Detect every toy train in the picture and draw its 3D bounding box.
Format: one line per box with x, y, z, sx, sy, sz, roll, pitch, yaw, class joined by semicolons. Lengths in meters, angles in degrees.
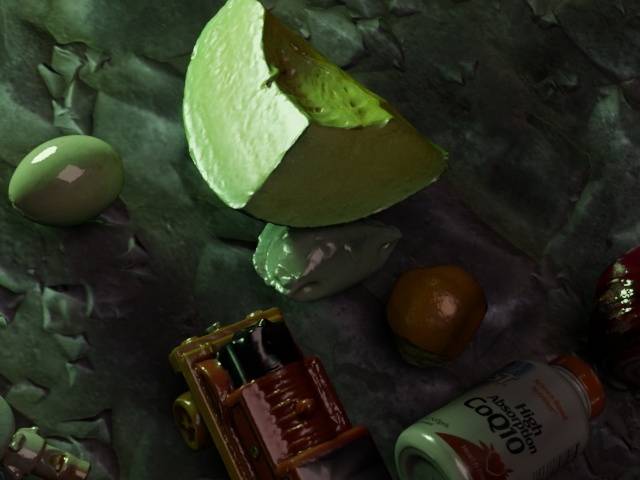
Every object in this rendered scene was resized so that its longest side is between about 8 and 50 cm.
-0.035;0.255;1.327;0.163;0.231;0.369;-21;79;-30;toy train

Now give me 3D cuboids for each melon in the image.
-0.035;-0.191;1.523;0.331;0.226;0.343;-19;41;-16;melon

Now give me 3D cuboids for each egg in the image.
-0.325;-0.075;1.413;0.152;0.114;0.114;-27;81;-26;egg

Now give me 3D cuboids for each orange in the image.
0.156;0.102;1.517;0.134;0.156;0.156;40;58;22;orange

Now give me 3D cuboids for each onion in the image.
0.496;0.098;1.617;0.207;0.216;0.206;11;62;-9;onion

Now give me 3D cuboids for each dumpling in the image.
0.006;0.001;1.517;0.216;0.105;0.149;-20;80;-25;dumpling

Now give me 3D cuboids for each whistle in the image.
-0.377;0.240;1.301;0.220;0.057;0.107;26;48;-15;whistle

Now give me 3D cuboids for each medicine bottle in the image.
0.252;0.259;1.480;0.288;0.157;0.157;-27;81;-28;medicine bottle
